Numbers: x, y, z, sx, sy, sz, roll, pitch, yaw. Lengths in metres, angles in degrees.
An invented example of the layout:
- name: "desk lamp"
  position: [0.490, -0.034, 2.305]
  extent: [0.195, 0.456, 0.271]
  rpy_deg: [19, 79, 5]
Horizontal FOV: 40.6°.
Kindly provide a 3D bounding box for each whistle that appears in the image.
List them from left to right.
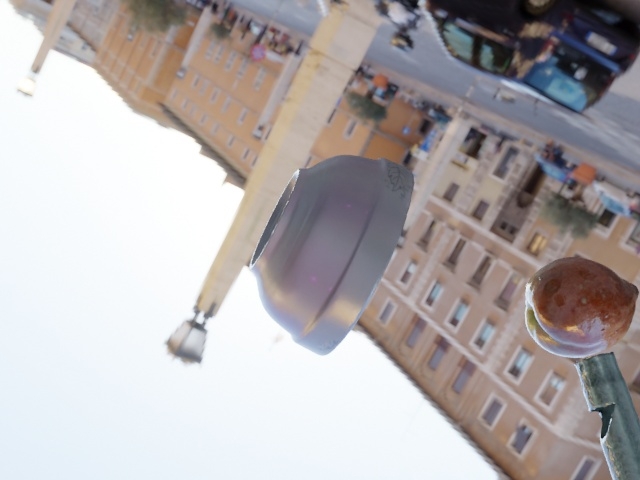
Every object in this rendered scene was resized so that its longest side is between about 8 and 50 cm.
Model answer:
- name: "whistle"
  position: [0.419, 0.305, 1.160]
  extent: [0.062, 0.062, 0.312]
  rpy_deg: [15, -125, -53]

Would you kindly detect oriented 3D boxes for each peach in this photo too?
- name: "peach"
  position: [0.530, 0.129, 1.754]
  extent: [0.233, 0.232, 0.232]
  rpy_deg: [27, -171, -5]

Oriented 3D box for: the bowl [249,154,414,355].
- name: "bowl"
  position: [0.000, 0.000, 1.195]
  extent: [0.144, 0.286, 0.287]
  rpy_deg: [27, -171, -8]
